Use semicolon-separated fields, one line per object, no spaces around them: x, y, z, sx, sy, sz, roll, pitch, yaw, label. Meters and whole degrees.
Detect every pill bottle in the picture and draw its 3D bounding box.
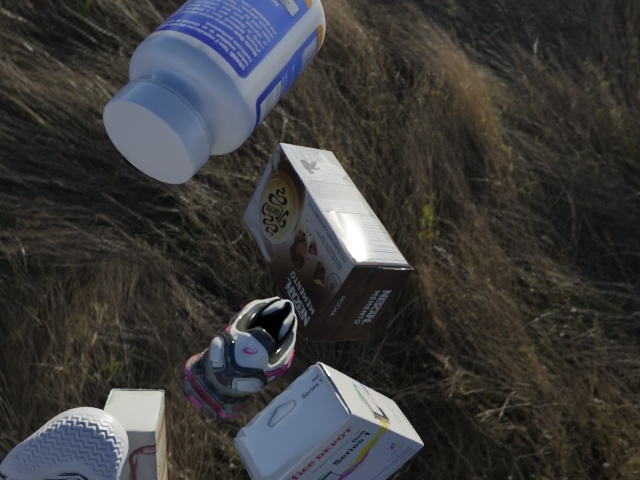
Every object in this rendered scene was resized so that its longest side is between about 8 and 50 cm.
-0.118;-0.195;0.719;0.152;0.152;0.272;30;58;4;pill bottle

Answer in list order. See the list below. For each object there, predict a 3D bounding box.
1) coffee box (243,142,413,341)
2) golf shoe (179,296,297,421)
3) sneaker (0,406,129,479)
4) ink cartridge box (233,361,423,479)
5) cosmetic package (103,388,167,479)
0.000;0.000;1.031;0.119;0.168;0.297;3;41;-36;coffee box
-0.044;0.083;0.535;0.067;0.086;0.186;47;14;-1;golf shoe
-0.334;0.304;0.835;0.138;0.365;0.210;31;26;-8;sneaker
0.021;0.349;1.086;0.201;0.278;0.117;-44;48;7;ink cartridge box
-0.439;0.516;1.501;0.129;0.295;0.153;2;27;-5;cosmetic package
